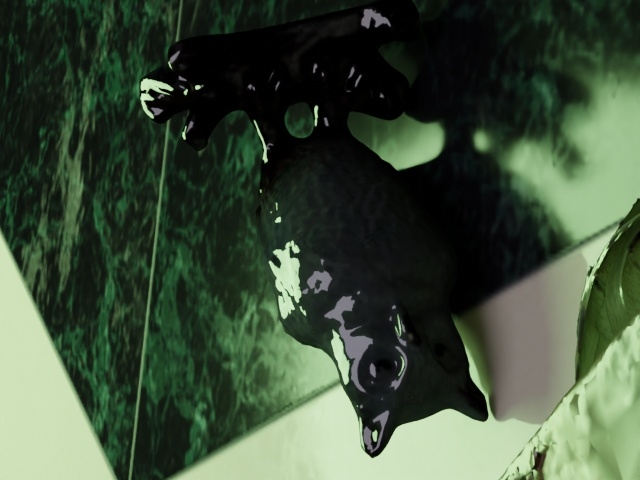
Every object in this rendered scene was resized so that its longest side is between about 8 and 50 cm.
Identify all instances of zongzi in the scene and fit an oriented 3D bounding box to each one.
[{"bbox_3d":[0.103,0.056,0.626,0.130,0.062,0.154,-47,-25,-65],"label":"zongzi"}]

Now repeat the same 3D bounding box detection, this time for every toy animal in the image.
[{"bbox_3d":[0.001,0.004,0.843,0.117,0.121,0.210,113,145,-65],"label":"toy animal"}]

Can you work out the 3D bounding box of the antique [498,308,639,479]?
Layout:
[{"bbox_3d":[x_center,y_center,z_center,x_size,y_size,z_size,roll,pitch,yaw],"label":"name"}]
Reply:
[{"bbox_3d":[0.148,0.062,0.530,0.284,0.125,0.150,-52,43,45],"label":"antique"}]
